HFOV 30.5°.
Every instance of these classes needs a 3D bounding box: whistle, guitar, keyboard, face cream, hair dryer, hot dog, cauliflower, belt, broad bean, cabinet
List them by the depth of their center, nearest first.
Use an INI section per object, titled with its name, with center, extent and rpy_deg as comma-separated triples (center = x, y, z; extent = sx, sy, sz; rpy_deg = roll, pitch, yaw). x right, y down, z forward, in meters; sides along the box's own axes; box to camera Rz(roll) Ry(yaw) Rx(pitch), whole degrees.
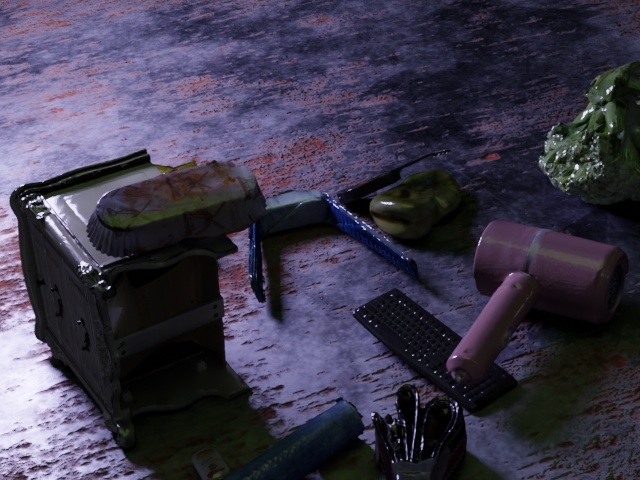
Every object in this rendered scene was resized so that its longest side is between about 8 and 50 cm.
[belt]
center = 0.115, 0.327, 1.456
extent = 0.126, 0.094, 0.359
rpy_deg = 0, 34, 9
[whistle]
center = -0.069, 0.308, 1.550
extent = 0.304, 0.062, 0.062
rpy_deg = -31, 39, -31
[face cream]
center = -0.144, 0.313, 1.593
extent = 0.040, 0.021, 0.083
rpy_deg = -21, 36, -19
[hot dog]
center = -0.199, -0.044, 1.615
extent = 0.252, 0.069, 0.131
rpy_deg = -16, 47, -21
[hair dryer]
center = 0.297, 0.110, 1.735
extent = 0.210, 0.125, 0.352
rpy_deg = 15, 41, 28
[cabinet]
center = -0.281, 0.081, 1.736
extent = 0.227, 0.290, 0.318
rpy_deg = -19, 37, -26
[keyboard]
center = 0.134, 0.137, 1.793
extent = 0.103, 0.041, 0.381
rpy_deg = -26, 37, -29
[cauliflower]
center = 0.506, -0.192, 2.041
extent = 0.272, 0.250, 0.275
rpy_deg = -12, 28, -11
[broad bean]
center = 0.167, -0.067, 2.093
extent = 0.153, 0.072, 0.206
rpy_deg = 9, 24, 19
[guitar]
center = 0.138, -0.121, 2.157
extent = 0.233, 0.025, 0.088
rpy_deg = -23, 5, -16

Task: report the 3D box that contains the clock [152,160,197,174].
[clock]
center = -0.353, -0.038, 2.129
extent = 0.293, 0.071, 0.277
rpy_deg = -5, 37, 4

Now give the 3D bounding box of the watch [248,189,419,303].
[watch]
center = 0.011, -0.004, 2.003
extent = 0.276, 0.068, 0.274
rpy_deg = -8, 29, -2
